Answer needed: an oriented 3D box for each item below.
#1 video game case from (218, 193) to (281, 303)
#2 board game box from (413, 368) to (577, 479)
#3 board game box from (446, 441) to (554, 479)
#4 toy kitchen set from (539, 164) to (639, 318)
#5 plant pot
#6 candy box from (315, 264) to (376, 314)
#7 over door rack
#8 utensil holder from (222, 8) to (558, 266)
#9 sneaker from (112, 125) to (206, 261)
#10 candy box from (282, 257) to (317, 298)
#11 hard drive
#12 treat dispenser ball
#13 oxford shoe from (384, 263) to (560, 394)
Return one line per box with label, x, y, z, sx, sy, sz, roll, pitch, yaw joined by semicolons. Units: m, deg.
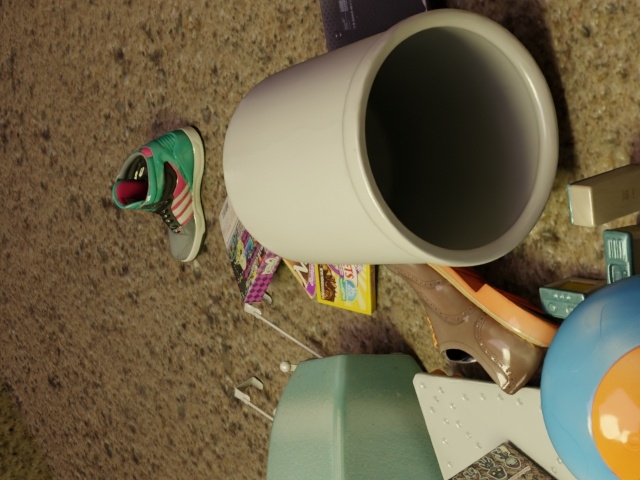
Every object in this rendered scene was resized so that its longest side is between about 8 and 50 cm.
video game case;-0.120;-0.034;2.301;0.232;0.042;0.210;117;144;-46
board game box;0.328;0.379;1.840;0.390;0.050;0.390;-1;111;55
board game box;0.304;0.474;1.760;0.291;0.141;0.232;38;140;35
toy kitchen set;0.341;0.011;1.630;0.166;0.122;0.207;9;111;53
plant pot;0.063;0.316;2.076;0.247;0.248;0.252;-20;70;56
candy box;0.040;0.029;2.093;0.105;0.027;0.206;12;129;21
over door rack;-0.069;0.286;2.358;0.324;0.108;0.239;40;133;40
utensil holder;0.084;-0.122;1.737;0.385;0.328;0.327;-6;100;60
sneaker;-0.326;-0.074;2.501;0.124;0.178;0.295;32;130;44
candy box;0.000;0.000;2.180;0.109;0.053;0.186;53;140;26
hard drive;0.091;-0.361;1.886;0.255;0.054;0.172;5;109;54
treat dispenser ball;0.404;0.180;1.466;0.288;0.288;0.288;28;126;47
oxford shoe;0.188;0.099;1.836;0.364;0.130;0.132;36;101;50
